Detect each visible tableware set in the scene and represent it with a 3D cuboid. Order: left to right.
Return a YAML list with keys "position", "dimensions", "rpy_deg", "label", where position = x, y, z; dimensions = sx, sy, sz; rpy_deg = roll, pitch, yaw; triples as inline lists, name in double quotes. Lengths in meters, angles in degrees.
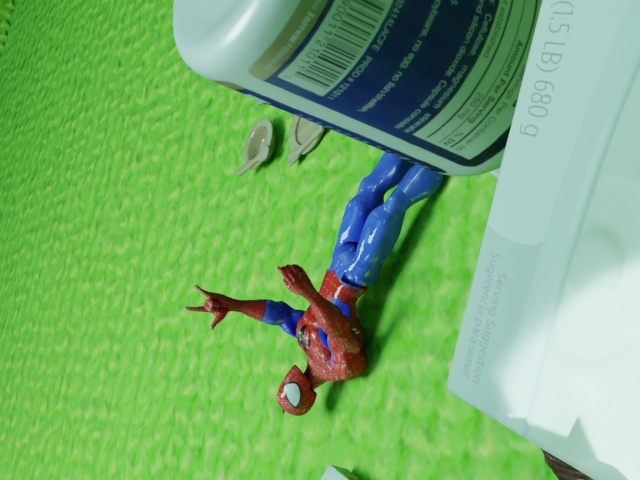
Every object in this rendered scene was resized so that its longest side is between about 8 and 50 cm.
- position: [-0.034, -0.144, 1.019]
  dimensions: [0.141, 0.020, 0.168]
  rpy_deg: [-27, 53, 51]
  label: "tableware set"

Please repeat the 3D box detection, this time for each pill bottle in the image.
- position: [0.059, -0.126, 0.612]
  dimensions: [0.153, 0.265, 0.153]
  rpy_deg: [-34, 47, 45]
  label: "pill bottle"

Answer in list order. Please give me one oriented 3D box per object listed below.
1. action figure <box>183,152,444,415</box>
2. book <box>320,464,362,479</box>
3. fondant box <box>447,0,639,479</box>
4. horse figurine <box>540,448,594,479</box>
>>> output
- position: [0.000, 0.000, 0.777]
  dimensions: [0.091, 0.139, 0.280]
  rpy_deg: [33, 105, 60]
  label: "action figure"
- position: [0.029, 0.226, 0.703]
  dimensions: [0.144, 0.035, 0.096]
  rpy_deg: [23, 91, 60]
  label: "book"
- position: [0.187, -0.018, 0.230]
  dimensions: [0.330, 0.096, 0.238]
  rpy_deg: [25, 105, 55]
  label: "fondant box"
- position: [0.109, 0.176, 0.344]
  dimensions: [0.174, 0.066, 0.263]
  rpy_deg: [-33, 59, 57]
  label: "horse figurine"
